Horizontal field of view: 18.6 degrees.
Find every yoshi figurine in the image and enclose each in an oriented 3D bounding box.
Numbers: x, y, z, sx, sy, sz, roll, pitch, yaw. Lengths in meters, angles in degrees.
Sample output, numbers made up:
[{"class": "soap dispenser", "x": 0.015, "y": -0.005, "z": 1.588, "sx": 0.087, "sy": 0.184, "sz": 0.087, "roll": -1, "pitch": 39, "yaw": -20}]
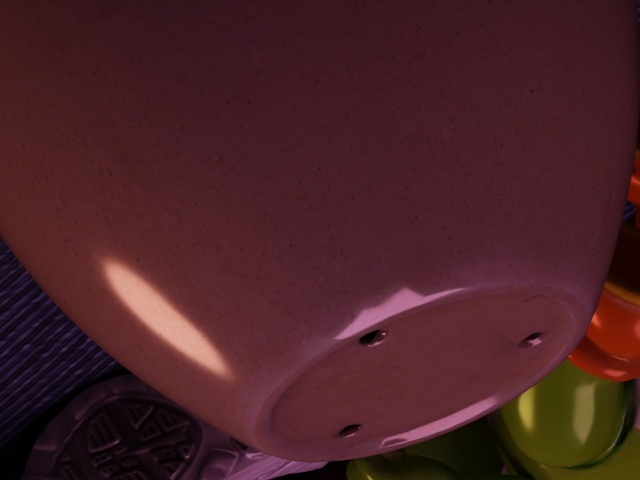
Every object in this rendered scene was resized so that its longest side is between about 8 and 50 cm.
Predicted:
[{"class": "yoshi figurine", "x": 0.106, "y": 0.095, "z": 1.049, "sx": 0.203, "sy": 0.203, "sz": 0.362, "roll": 2, "pitch": 131, "yaw": -8}]

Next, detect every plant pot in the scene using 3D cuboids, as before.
[{"class": "plant pot", "x": 0.007, "y": -0.030, "z": 0.740, "sx": 0.284, "sy": 0.191, "sz": 0.284, "roll": -17, "pitch": 153, "yaw": -9}]

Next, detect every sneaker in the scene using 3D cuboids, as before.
[{"class": "sneaker", "x": -0.050, "y": 0.112, "z": 1.089, "sx": 0.232, "sy": 0.090, "sz": 0.115, "roll": -21, "pitch": 157, "yaw": 3}]

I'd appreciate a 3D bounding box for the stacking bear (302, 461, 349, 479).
[{"class": "stacking bear", "x": 0.113, "y": 0.202, "z": 1.255, "sx": 0.289, "sy": 0.164, "sz": 0.175, "roll": 0, "pitch": 168, "yaw": 13}]
